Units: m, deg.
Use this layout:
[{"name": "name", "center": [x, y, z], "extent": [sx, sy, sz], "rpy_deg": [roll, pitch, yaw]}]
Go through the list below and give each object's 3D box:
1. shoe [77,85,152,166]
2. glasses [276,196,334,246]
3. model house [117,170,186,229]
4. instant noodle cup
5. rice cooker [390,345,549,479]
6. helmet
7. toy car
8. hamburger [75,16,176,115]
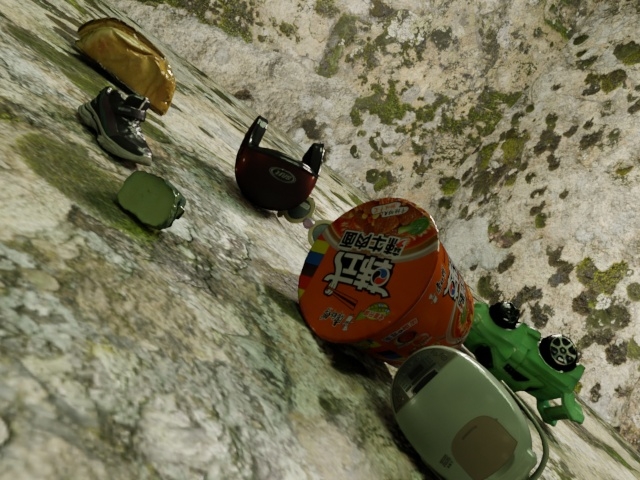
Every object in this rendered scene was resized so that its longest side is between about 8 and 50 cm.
[{"name": "shoe", "center": [-0.316, -0.197, 0.837], "extent": [0.169, 0.099, 0.071], "rpy_deg": [44, 10, 20]}, {"name": "glasses", "center": [0.021, -0.022, 1.265], "extent": [0.189, 0.088, 0.220], "rpy_deg": [45, 13, 29]}, {"name": "model house", "center": [-0.221, -0.049, 0.704], "extent": [0.078, 0.066, 0.083], "rpy_deg": [30, -8, 7]}, {"name": "instant noodle cup", "center": [0.117, 0.082, 0.831], "extent": [0.192, 0.250, 0.250], "rpy_deg": [41, 8, -39]}, {"name": "rice cooker", "center": [0.186, 0.234, 0.672], "extent": [0.206, 0.145, 0.127], "rpy_deg": [47, 3, 20]}, {"name": "helmet", "center": [-0.098, -0.164, 1.163], "extent": [0.189, 0.193, 0.216], "rpy_deg": [22, 8, -18]}, {"name": "toy car", "center": [0.518, 0.310, 1.350], "extent": [0.358, 0.176, 0.213], "rpy_deg": [33, -21, 5]}, {"name": "hamburger", "center": [-0.453, -0.434, 1.243], "extent": [0.262, 0.131, 0.124], "rpy_deg": [39, 10, -26]}]
